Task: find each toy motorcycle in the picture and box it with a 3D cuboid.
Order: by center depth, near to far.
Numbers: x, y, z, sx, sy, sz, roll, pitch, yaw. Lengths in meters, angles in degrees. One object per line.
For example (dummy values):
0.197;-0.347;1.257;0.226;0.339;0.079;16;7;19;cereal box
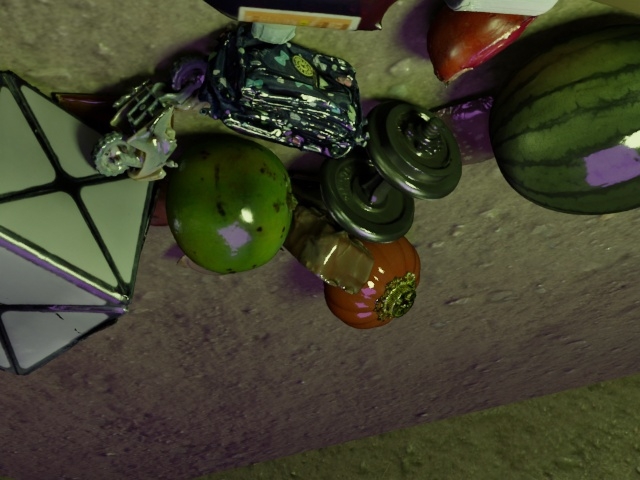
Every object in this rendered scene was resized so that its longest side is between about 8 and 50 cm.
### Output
-0.240;-0.175;1.291;0.229;0.094;0.130;-45;144;-1;toy motorcycle

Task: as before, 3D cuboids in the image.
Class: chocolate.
0.000;0.000;1.525;0.148;0.214;0.093;22;103;-46;chocolate

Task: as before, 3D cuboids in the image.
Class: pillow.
0.265;-0.183;1.490;0.118;0.043;0.185;-13;151;15;pillow

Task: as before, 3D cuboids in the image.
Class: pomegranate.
-0.189;-0.062;1.437;0.302;0.236;0.236;4;156;21;pomegranate

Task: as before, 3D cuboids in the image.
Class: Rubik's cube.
-0.465;-0.015;1.302;0.305;0.307;0.310;-31;130;32;Rubik's cube

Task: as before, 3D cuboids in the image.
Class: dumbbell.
0.115;-0.113;1.428;0.192;0.192;0.290;9;146;-28;dumbbell

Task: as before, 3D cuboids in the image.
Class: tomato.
0.222;-0.305;1.213;0.173;0.099;0.189;-36;-177;18;tomato

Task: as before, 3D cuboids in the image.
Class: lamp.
0.107;0.078;1.772;0.223;0.196;0.223;-28;138;-29;lamp

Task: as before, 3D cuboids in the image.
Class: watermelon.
0.438;-0.183;1.291;0.359;0.279;0.279;-16;150;18;watermelon

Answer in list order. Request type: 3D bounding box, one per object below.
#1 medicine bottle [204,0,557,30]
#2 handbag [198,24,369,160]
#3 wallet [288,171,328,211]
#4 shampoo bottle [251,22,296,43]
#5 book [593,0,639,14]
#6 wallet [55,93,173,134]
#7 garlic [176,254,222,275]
0.070;-0.334;0.918;0.395;0.242;0.242;8;149;-8;medicine bottle
-0.045;-0.211;1.244;0.260;0.162;0.113;14;146;-28;handbag
-0.032;-0.083;1.614;0.255;0.031;0.137;3;148;-20;wallet
-0.044;-0.345;1.115;0.072;0.049;0.212;1;149;-18;shampoo bottle
0.298;-0.381;1.006;0.310;0.021;0.217;21;153;11;book
-0.321;-0.196;1.346;0.176;0.026;0.095;-2;145;-11;wallet
-0.192;0.016;1.709;0.195;0.087;0.101;-26;133;37;garlic
